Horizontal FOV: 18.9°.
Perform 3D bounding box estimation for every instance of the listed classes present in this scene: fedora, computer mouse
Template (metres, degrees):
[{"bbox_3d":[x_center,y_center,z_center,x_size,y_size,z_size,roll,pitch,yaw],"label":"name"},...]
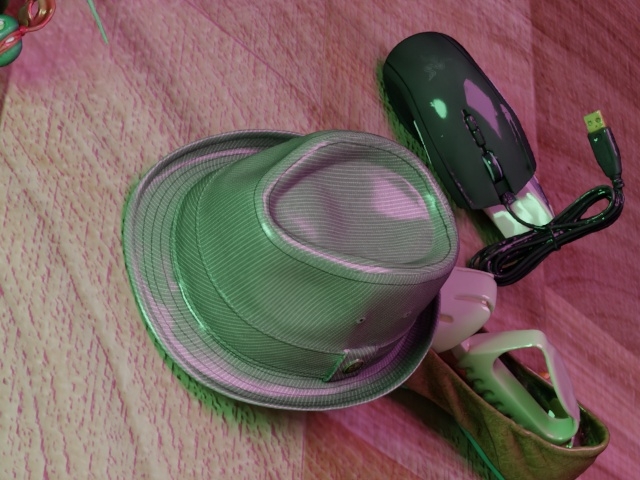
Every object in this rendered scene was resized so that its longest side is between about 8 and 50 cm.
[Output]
[{"bbox_3d":[0.000,0.000,1.474,0.275,0.124,0.244,3,62,-33],"label":"fedora"},{"bbox_3d":[0.184,-0.104,1.838,0.060,0.184,0.262,102,-37,-79],"label":"computer mouse"}]

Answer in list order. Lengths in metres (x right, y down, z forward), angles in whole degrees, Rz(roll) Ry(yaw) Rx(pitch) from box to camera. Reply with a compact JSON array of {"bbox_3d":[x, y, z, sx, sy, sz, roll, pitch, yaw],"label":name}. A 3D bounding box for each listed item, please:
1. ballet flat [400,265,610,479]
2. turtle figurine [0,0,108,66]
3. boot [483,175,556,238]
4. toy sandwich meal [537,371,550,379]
[{"bbox_3d":[0.129,0.097,1.649,0.342,0.124,0.116,44,36,-23],"label":"ballet flat"},{"bbox_3d":[-0.268,-0.196,1.350,0.175,0.118,0.234,-40,100,-16],"label":"turtle figurine"},{"bbox_3d":[0.175,-0.064,1.913,0.190,0.069,0.086,60,10,7],"label":"boot"},{"bbox_3d":[0.209,0.157,1.800,0.085,0.029,0.086,34,40,-35],"label":"toy sandwich meal"}]
